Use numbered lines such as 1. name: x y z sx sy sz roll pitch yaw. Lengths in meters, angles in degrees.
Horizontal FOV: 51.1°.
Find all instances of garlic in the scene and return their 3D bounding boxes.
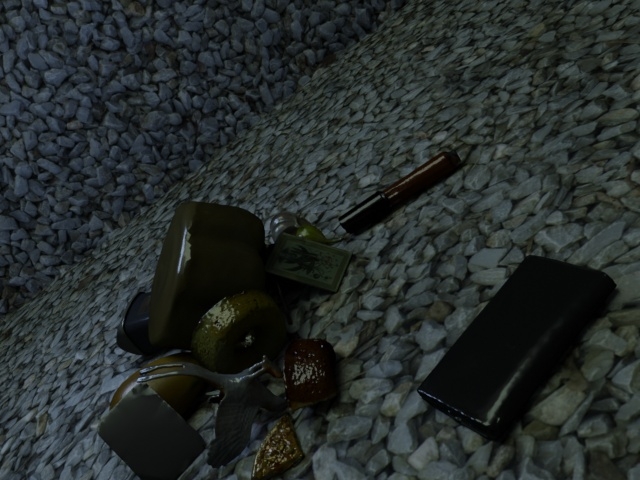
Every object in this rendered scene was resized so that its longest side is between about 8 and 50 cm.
1. garlic: -0.131 -0.019 2.298 0.194 0.127 0.131 -44 23 35

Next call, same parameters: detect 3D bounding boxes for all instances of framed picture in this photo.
1. framed picture: -0.035 0.063 1.992 0.231 0.010 0.173 15 47 9

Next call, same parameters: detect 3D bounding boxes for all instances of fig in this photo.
1. fig: -0.011 -0.001 2.149 0.166 0.093 0.093 13 55 41

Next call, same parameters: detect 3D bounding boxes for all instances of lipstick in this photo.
1. lipstick: 0.245 -0.151 2.074 0.418 0.077 0.077 -32 27 8

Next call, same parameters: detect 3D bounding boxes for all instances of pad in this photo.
1. pad: -0.446 0.513 1.754 0.267 0.004 0.181 38 72 20

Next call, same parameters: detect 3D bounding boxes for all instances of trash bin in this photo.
1. trash bin: -0.548 0.267 2.282 0.290 0.182 0.209 -18 32 23

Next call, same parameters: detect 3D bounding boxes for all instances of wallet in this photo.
1. wallet: 0.392 0.199 1.351 0.406 0.062 0.228 -45 27 -16

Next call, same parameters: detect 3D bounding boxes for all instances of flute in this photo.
1. flute: -0.130 0.124 1.976 0.014 0.014 0.269 -28 70 20

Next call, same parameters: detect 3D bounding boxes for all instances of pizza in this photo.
1. pizza: -0.095 0.480 1.524 0.131 0.041 0.178 4 49 52

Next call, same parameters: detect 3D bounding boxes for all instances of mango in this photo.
1. mango: -0.455 0.435 1.906 0.317 0.173 0.211 -38 28 -17

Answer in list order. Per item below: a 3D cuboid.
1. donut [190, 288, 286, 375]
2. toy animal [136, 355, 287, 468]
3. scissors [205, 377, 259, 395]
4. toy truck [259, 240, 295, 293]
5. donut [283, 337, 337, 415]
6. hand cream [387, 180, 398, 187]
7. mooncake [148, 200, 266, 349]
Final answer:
1. donut: -0.205 0.265 1.804 0.272 0.272 0.107 -43 47 -10
2. toy animal: -0.239 0.349 1.642 0.302 0.284 0.225 -32 25 15
3. scissors: -0.247 0.413 1.840 0.176 0.022 0.085 -16 30 31
4. toy truck: -0.128 0.062 2.135 0.165 0.147 0.224 -34 20 -25
5. donut: -0.027 0.318 1.607 0.126 0.144 0.186 -12 4 6
6. hand cream: 0.227 -0.167 2.186 0.030 0.019 0.093 -13 33 38
7. mooncake: -0.347 0.115 2.000 0.467 0.262 0.467 -43 40 51
